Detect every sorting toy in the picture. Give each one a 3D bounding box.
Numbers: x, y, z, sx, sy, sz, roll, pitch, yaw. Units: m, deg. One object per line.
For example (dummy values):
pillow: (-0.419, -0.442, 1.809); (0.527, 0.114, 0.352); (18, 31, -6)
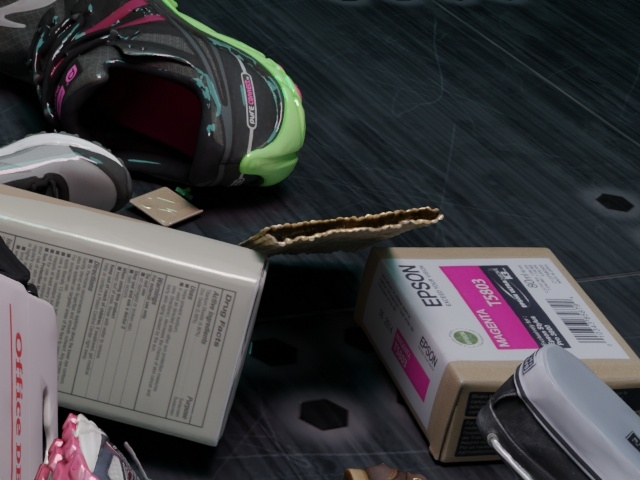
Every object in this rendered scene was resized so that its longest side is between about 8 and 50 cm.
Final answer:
sorting toy: (-0.155, -0.037, 1.537); (0.062, 0.012, 0.083); (30, 32, 27)

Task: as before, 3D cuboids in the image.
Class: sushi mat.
sushi mat: (0.000, 0.000, 1.320); (0.151, 0.019, 0.316); (-8, -3, -11)

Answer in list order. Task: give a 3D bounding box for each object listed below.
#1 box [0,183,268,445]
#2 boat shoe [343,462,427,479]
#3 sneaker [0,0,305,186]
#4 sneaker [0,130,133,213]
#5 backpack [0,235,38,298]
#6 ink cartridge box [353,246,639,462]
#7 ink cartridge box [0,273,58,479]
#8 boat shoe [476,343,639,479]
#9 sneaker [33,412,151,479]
box: (-0.209, 0.048, 1.174); (0.311, 0.148, 0.121); (16, 10, -2)
boat shoe: (0.062, 0.230, 1.048); (0.073, 0.073, 0.207); (5, 28, -8)
sneaker: (-0.242, -0.197, 1.623); (0.483, 0.185, 0.202); (25, 26, 27)
sneaker: (-0.318, -0.040, 1.410); (0.272, 0.100, 0.108); (-1, 39, -10)
backpack: (-0.317, 0.052, 1.050); (0.115, 0.182, 0.152); (52, 7, 23)
ink cartridge box: (0.161, 0.096, 1.323); (0.193, 0.088, 0.234); (1, 30, -21)
ink cartridge box: (-0.251, 0.111, 0.822); (0.119, 0.207, 0.353); (-3, -11, 6)
boat shoe: (0.236, 0.223, 1.091); (0.306, 0.105, 0.113); (47, 26, 12)
sneaker: (-0.115, 0.189, 0.851); (0.112, 0.299, 0.120); (18, 67, 6)
